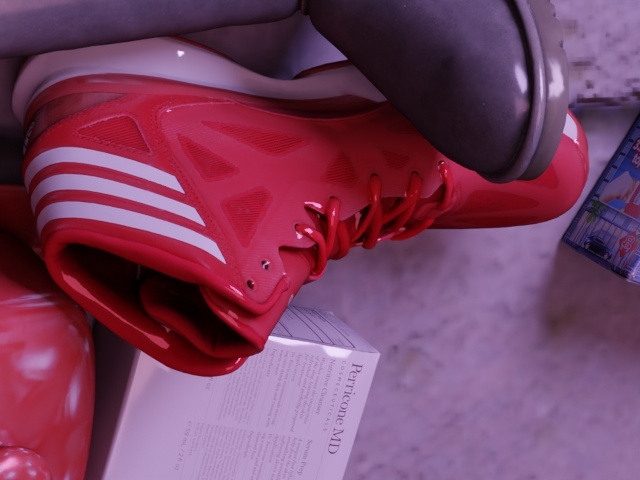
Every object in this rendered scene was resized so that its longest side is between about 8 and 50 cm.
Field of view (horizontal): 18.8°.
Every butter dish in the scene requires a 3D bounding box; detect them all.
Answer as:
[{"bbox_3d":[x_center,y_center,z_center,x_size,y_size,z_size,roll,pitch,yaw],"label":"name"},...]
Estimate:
[{"bbox_3d":[-0.134,0.069,0.659,0.160,0.118,0.160,-4,108,-42],"label":"butter dish"}]

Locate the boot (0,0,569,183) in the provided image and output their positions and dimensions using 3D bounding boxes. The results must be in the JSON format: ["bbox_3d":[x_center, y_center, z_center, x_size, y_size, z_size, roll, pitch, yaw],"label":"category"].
[{"bbox_3d":[-0.043,-0.081,0.642,0.208,0.189,0.076,-4,132,-28],"label":"boot"}]

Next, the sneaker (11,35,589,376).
[{"bbox_3d":[0.000,0.000,0.693,0.221,0.128,0.087,3,140,-14],"label":"sneaker"}]

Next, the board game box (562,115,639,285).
[{"bbox_3d":[0.226,-0.058,0.817,0.194,0.060,0.194,15,101,-26],"label":"board game box"}]

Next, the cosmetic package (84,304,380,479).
[{"bbox_3d":[-0.062,0.139,0.757,0.099,0.060,0.239,12,101,-23],"label":"cosmetic package"}]
